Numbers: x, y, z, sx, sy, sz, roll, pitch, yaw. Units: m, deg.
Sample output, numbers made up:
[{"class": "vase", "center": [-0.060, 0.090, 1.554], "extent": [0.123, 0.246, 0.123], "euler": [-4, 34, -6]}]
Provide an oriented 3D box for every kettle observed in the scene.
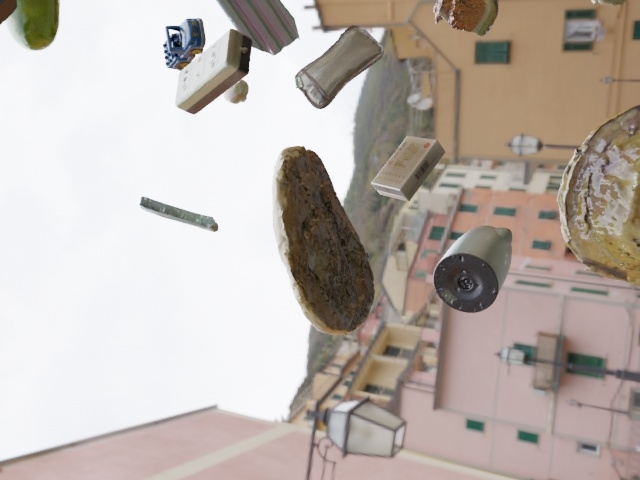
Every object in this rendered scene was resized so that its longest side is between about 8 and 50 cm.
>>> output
[{"class": "kettle", "center": [0.383, 0.075, 1.753], "extent": [0.221, 0.161, 0.236], "euler": [-47, -3, 36]}]

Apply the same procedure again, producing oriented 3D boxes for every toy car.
[{"class": "toy car", "center": [-0.422, -0.588, 2.042], "extent": [0.100, 0.191, 0.097], "euler": [-2, -105, -38]}]

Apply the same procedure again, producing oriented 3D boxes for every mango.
[{"class": "mango", "center": [-0.575, -0.514, 1.330], "extent": [0.143, 0.175, 0.293], "euler": [-10, -86, -24]}]

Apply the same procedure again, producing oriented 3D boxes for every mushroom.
[{"class": "mushroom", "center": [-0.249, -0.443, 2.036], "extent": [0.067, 0.084, 0.083], "euler": [33, -115, -45]}]

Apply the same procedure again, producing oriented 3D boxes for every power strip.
[{"class": "power strip", "center": [-0.254, -0.397, 1.607], "extent": [0.070, 0.257, 0.105], "euler": [19, -118, -38]}]

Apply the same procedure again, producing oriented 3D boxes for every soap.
[{"class": "soap", "center": [-0.169, -0.606, 1.816], "extent": [0.230, 0.145, 0.091], "euler": [52, -175, -36]}]

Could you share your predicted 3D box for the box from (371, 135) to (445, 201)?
[{"class": "box", "center": [0.265, -0.219, 2.057], "extent": [0.201, 0.141, 0.058], "euler": [-54, -54, -13]}]

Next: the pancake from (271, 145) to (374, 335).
[{"class": "pancake", "center": [0.002, -0.001, 1.202], "extent": [0.356, 0.065, 0.356], "euler": [-16, -90, -71]}]

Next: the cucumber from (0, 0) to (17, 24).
[{"class": "cucumber", "center": [-0.600, -0.368, 1.181], "extent": [0.220, 0.046, 0.070], "euler": [-43, -14, 1]}]

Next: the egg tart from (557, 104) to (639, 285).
[{"class": "egg tart", "center": [0.592, -0.066, 1.175], "extent": [0.150, 0.352, 0.351], "euler": [-100, 9, -73]}]

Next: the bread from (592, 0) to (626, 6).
[{"class": "bread", "center": [0.563, -0.502, 1.183], "extent": [0.171, 0.314, 0.192], "euler": [-70, -13, -52]}]

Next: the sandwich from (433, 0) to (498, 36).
[{"class": "sandwich", "center": [0.370, -0.592, 1.675], "extent": [0.235, 0.159, 0.079], "euler": [95, 164, -65]}]

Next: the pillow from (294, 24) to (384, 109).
[{"class": "pillow", "center": [0.044, -0.442, 1.732], "extent": [0.233, 0.130, 0.038], "euler": [-41, -20, 5]}]

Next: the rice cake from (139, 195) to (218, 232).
[{"class": "rice cake", "center": [-0.349, -0.065, 1.691], "extent": [0.043, 0.211, 0.034], "euler": [75, -147, -71]}]
